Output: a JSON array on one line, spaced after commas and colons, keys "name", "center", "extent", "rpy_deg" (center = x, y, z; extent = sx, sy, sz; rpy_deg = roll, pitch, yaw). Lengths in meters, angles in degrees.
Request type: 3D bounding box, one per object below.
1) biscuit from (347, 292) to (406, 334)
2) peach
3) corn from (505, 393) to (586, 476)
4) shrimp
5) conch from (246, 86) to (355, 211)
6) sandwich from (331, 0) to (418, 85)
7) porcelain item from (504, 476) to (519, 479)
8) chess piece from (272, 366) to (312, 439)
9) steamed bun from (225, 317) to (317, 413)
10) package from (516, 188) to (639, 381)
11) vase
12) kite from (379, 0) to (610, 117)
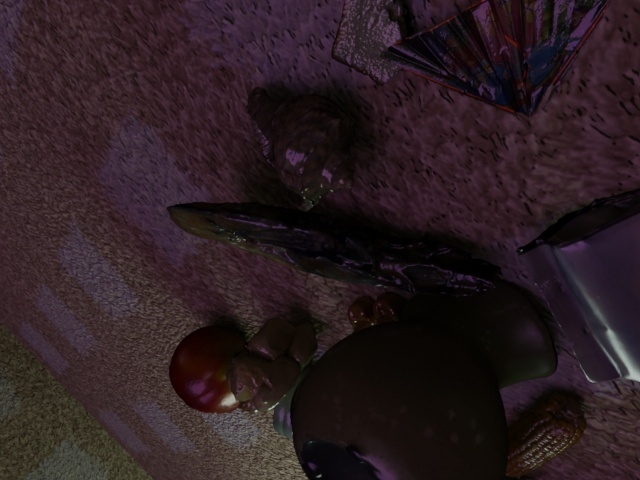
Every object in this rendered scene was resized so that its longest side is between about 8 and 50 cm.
[{"name": "biscuit", "center": [0.145, 0.212, 0.786], "extent": [0.202, 0.044, 0.288], "rpy_deg": [-9, 118, 42]}, {"name": "peach", "center": [-0.233, 0.282, 1.025], "extent": [0.192, 0.190, 0.190], "rpy_deg": [-37, 97, 29]}, {"name": "corn", "center": [0.312, 0.290, 0.697], "extent": [0.068, 0.068, 0.207], "rpy_deg": [31, 136, 14]}, {"name": "shrimp", "center": [0.000, 0.000, 0.615], "extent": [0.445, 0.085, 0.272], "rpy_deg": [11, 173, 21]}, {"name": "conch", "center": [-0.034, -0.114, 0.594], "extent": [0.207, 0.130, 0.155], "rpy_deg": [39, 127, 26]}, {"name": "sandwich", "center": [0.062, -0.223, 0.500], "extent": [0.093, 0.036, 0.104], "rpy_deg": [29, 136, 16]}, {"name": "porcelain item", "center": [0.264, 0.464, 0.832], "extent": [0.141, 0.141, 0.259], "rpy_deg": [36, 147, 9]}, {"name": "chess piece", "center": [0.056, 0.337, 0.906], "extent": [0.272, 0.139, 0.139], "rpy_deg": [12, 130, 18]}, {"name": "steamed bun", "center": [-0.095, 0.213, 0.868], "extent": [0.106, 0.192, 0.177], "rpy_deg": [46, 159, -4]}, {"name": "package", "center": [0.357, 0.037, 0.474], "extent": [0.251, 0.062, 0.204], "rpy_deg": [-26, 105, 33]}, {"name": "vase", "center": [0.094, 0.195, 0.621], "extent": [0.329, 0.302, 0.240], "rpy_deg": [-8, 113, 47]}, {"name": "kite", "center": [0.177, -0.196, 0.438], "extent": [0.241, 0.014, 0.183], "rpy_deg": [-18, 122, 35]}]
